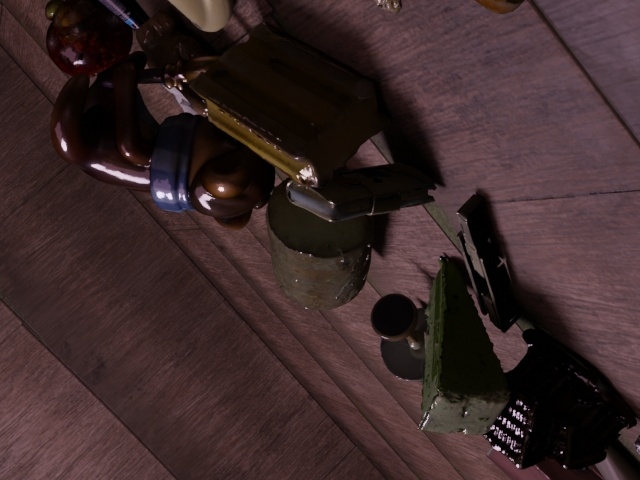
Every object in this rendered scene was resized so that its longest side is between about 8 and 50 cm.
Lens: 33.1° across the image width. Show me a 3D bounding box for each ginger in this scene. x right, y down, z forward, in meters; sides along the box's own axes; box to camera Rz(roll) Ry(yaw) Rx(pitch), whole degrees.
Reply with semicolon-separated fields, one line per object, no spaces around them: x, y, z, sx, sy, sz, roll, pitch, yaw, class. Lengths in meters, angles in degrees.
-0.194;-0.252;1.657;0.213;0.074;0.137;52;164;1;ginger

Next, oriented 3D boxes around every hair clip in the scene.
-0.207;-0.213;1.865;0.172;0.049;0.116;40;161;36;hair clip

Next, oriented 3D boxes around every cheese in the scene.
-0.153;-0.345;1.314;0.127;0.054;0.251;43;166;2;cheese

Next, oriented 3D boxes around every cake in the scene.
0.190;0.139;1.433;0.099;0.235;0.100;13;137;-7;cake

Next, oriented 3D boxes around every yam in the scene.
0.000;0.000;1.612;0.161;0.161;0.268;44;168;13;yam

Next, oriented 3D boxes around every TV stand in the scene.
0.204;0.030;1.329;0.042;0.036;0.249;38;164;37;TV stand

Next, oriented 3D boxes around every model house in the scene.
0.295;0.227;1.388;0.165;0.152;0.106;36;169;42;model house

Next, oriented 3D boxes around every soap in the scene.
-0.040;-0.164;1.304;0.233;0.135;0.076;35;162;40;soap

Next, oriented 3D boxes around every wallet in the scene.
0.051;-0.062;1.301;0.110;0.155;0.039;28;124;54;wallet

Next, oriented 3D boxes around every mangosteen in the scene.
-0.411;-0.364;1.836;0.181;0.146;0.156;51;168;-18;mangosteen

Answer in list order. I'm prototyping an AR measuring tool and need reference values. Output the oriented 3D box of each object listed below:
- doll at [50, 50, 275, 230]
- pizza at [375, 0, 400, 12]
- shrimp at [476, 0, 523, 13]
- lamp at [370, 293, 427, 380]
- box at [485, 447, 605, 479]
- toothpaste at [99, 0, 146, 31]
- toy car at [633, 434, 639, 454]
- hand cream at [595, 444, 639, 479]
-0.217;-0.154;1.571;0.339;0.209;0.318;17;157;15;doll
0.046;-0.254;1.023;0.108;0.026;0.123;52;165;-30;pizza
0.111;-0.248;0.797;0.115;0.051;0.217;43;169;23;shrimp
0.144;0.156;1.681;0.121;0.121;0.215;38;176;31;lamp
0.367;0.356;1.661;0.215;0.086;0.215;43;167;15;box
-0.331;-0.389;1.757;0.193;0.045;0.071;46;176;-23;toothpaste
0.410;0.242;1.302;0.025;0.041;0.093;53;164;-10;toy car
0.425;0.334;1.513;0.186;0.054;0.087;51;172;7;hand cream
